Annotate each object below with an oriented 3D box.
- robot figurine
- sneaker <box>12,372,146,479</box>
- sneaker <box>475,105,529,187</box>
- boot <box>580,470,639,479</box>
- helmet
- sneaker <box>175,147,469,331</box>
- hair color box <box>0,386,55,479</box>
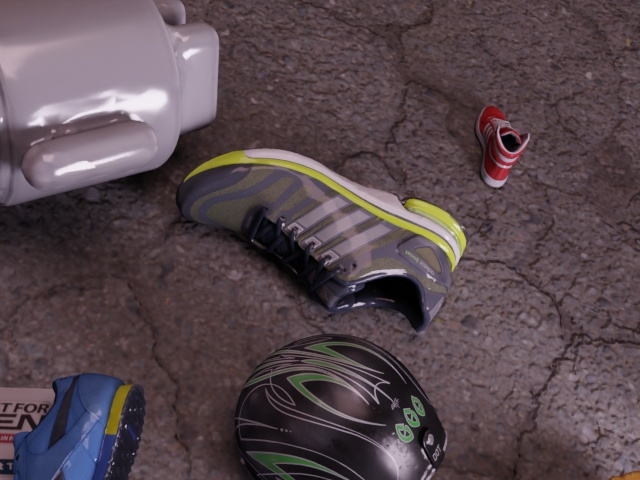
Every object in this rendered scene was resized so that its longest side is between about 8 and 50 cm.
[{"bbox_3d":[-0.271,-0.141,1.129,0.353,0.199,0.300,-16,37,-29],"label":"robot figurine"},{"bbox_3d":[-0.192,0.189,0.860,0.082,0.069,0.209,6,51,8],"label":"sneaker"},{"bbox_3d":[0.210,-0.125,1.371,0.042,0.067,0.118,11,51,-12],"label":"sneaker"},{"bbox_3d":[0.232,0.324,1.021,0.295,0.104,0.211,-17,55,-35],"label":"boot"},{"bbox_3d":[0.010,0.160,1.031,0.161,0.169,0.169,41,50,-8],"label":"helmet"},{"bbox_3d":[0.000,0.000,1.179,0.300,0.111,0.121,15,54,-5],"label":"sneaker"},{"bbox_3d":[-0.239,0.281,0.874,0.174,0.105,0.347,5,52,-19],"label":"hair color box"}]
